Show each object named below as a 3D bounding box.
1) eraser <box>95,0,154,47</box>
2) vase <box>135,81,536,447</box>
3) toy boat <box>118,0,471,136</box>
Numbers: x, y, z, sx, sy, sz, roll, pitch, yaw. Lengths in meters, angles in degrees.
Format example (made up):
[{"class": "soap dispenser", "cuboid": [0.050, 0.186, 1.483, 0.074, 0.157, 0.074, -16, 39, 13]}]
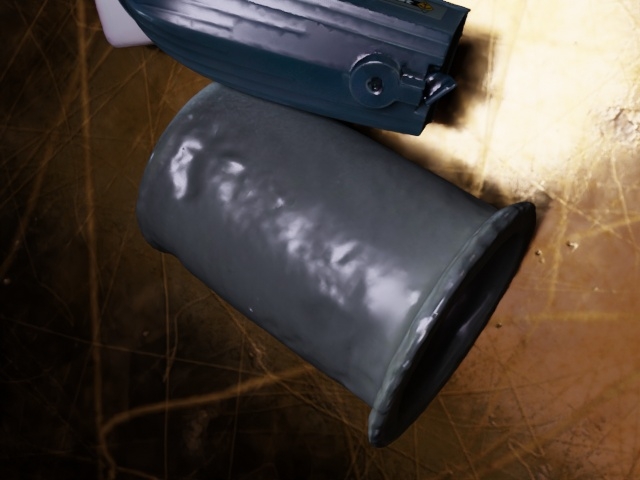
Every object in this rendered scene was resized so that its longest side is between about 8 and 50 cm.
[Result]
[{"class": "eraser", "cuboid": [-0.074, -0.273, 0.953, 0.270, 0.095, 0.174, -2, 101, 16]}, {"class": "vase", "cuboid": [0.000, 0.000, 0.894, 0.291, 0.245, 0.245, 32, 104, 16]}, {"class": "toy boat", "cuboid": [-0.031, -0.178, 0.862, 0.296, 0.122, 0.114, 17, 125, 2]}]
